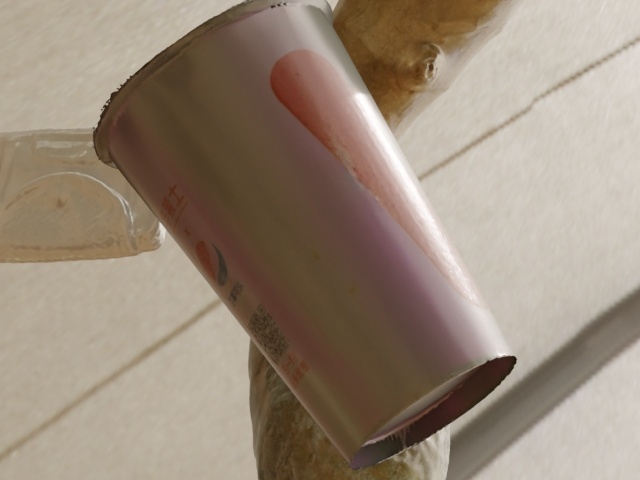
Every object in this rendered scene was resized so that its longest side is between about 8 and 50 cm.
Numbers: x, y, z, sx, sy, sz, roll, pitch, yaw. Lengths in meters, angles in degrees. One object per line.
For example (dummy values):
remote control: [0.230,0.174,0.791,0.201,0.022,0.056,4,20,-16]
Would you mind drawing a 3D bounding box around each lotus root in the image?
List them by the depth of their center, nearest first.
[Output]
lotus root: [0.018,0.127,1.500,0.175,0.350,0.175,-6,-42,-5]

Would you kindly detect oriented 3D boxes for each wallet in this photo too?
wallet: [-0.208,-0.041,1.518,0.182,0.032,0.124,-2,-113,23]

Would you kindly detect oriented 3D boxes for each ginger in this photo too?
ginger: [0.049,-0.191,1.452,0.375,0.236,0.166,-40,-48,0]

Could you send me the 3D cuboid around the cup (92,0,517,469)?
cup: [0.000,0.000,1.241,0.203,0.203,0.288,-41,-109,24]
